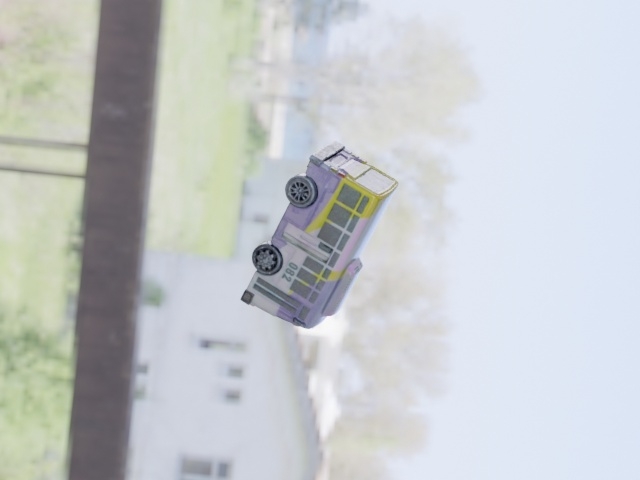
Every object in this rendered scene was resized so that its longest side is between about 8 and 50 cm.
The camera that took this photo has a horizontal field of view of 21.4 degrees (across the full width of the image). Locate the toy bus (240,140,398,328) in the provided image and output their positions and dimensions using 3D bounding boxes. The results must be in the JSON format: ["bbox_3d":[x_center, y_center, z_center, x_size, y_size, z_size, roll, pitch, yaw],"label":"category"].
[{"bbox_3d":[0.000,0.000,0.988,0.102,0.058,0.052,-63,169,22],"label":"toy bus"}]
